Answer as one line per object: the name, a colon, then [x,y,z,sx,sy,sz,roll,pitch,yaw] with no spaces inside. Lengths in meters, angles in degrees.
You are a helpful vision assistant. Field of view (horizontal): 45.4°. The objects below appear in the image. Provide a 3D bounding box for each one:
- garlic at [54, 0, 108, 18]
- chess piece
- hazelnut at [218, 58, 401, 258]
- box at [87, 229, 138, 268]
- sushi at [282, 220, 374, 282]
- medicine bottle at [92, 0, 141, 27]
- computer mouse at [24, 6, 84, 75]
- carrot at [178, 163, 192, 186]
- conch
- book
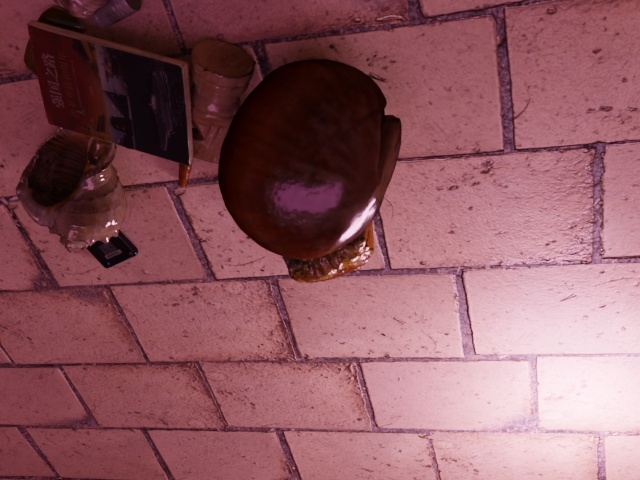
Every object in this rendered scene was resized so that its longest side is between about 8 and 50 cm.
garlic: [-0.484,-0.531,1.534,0.147,0.102,0.159,-35,87,38]
chess piece: [-0.235,-0.285,1.684,0.137,0.137,0.300,18,136,-2]
hazelnut: [-0.007,-0.158,1.559,0.359,0.359,0.409,25,106,-8]
box: [-0.577,0.014,2.077,0.126,0.027,0.125,-22,121,28]
sushi: [0.000,0.000,1.799,0.274,0.184,0.139,-25,165,22]
medicine bottle: [-0.426,-0.486,1.587,0.091,0.058,0.058,-17,124,26]
computer mouse: [-0.592,-0.425,1.691,0.102,0.044,0.199,35,129,-13]
carrot: [-0.331,-0.169,1.858,0.032,0.032,0.093,18,135,-1]
conch: [-0.589,-0.132,1.858,0.263,0.323,0.186,18,177,-6]
book: [-0.452,-0.317,1.666,0.374,0.028,0.262,17,136,12]
